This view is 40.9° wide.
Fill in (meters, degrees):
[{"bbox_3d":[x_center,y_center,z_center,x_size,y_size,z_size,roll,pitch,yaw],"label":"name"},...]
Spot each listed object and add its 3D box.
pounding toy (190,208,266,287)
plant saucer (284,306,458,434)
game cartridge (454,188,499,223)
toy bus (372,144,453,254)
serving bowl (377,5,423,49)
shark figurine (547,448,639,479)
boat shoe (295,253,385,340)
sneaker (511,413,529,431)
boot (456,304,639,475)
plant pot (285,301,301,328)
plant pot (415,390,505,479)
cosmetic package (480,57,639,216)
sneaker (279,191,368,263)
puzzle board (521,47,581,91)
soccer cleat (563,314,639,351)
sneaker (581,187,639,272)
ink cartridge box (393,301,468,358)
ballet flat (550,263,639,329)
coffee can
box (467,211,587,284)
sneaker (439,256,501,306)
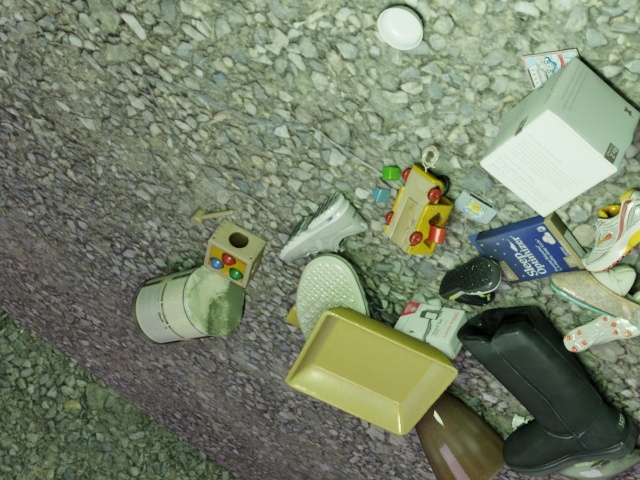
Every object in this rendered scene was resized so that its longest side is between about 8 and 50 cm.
[{"bbox_3d":[-0.253,0.005,2.190,0.206,0.094,0.181,28,145,5],"label":"pounding toy"},{"bbox_3d":[0.119,0.296,2.027,0.333,0.081,0.332,25,137,-2],"label":"plant saucer"},{"bbox_3d":[0.314,-0.067,1.737,0.083,0.017,0.056,31,149,2],"label":"game cartridge"},{"bbox_3d":[0.214,-0.071,1.730,0.104,0.191,0.202,1,165,-37],"label":"toy bus"},{"bbox_3d":[0.142,-0.373,1.487,0.083,0.027,0.083,20,143,16],"label":"serving bowl"},{"bbox_3d":[0.649,0.579,2.112,0.278,0.166,0.116,-18,88,43],"label":"shark figurine"},{"bbox_3d":[0.063,0.204,2.129,0.187,0.156,0.500,3,135,22],"label":"boat shoe"},{"bbox_3d":[0.526,0.497,2.235,0.044,0.040,0.109,10,139,26],"label":"sneaker"},{"bbox_3d":[0.467,0.357,2.010,0.445,0.146,0.367,43,134,-21],"label":"boot"},{"bbox_3d":[-0.033,0.177,2.247,0.081,0.081,0.083,27,133,8],"label":"plant pot"},{"bbox_3d":[0.350,0.516,2.278,0.230,0.215,0.215,55,142,-6],"label":"plant pot"},{"bbox_3d":[0.395,-0.167,1.416,0.151,0.151,0.184,38,145,-7],"label":"cosmetic package"},{"bbox_3d":[0.000,0.000,1.981,0.115,0.105,0.281,40,144,-11],"label":"sneaker"},{"bbox_3d":[0.400,-0.261,1.440,0.096,0.011,0.128,-1,133,38],"label":"puzzle board"},{"bbox_3d":[0.600,0.181,1.786,0.196,0.076,0.068,-27,79,34],"label":"soccer cleat"},{"bbox_3d":[0.545,-0.019,1.576,0.093,0.088,0.225,48,147,14],"label":"sneaker"},{"bbox_3d":[0.263,0.211,2.031,0.150,0.109,0.063,7,134,31],"label":"ink cartridge box"},{"bbox_3d":[0.605,0.109,1.665,0.316,0.107,0.106,26,111,-2],"label":"ballet flat"},{"bbox_3d":[-0.372,0.182,2.401,0.275,0.201,0.201,-14,125,46],"label":"coffee can"},{"bbox_3d":[0.416,0.022,1.751,0.136,0.036,0.225,47,144,-20],"label":"box"},{"bbox_3d":[0.345,0.094,1.847,0.097,0.084,0.235,23,167,-13],"label":"sneaker"}]
